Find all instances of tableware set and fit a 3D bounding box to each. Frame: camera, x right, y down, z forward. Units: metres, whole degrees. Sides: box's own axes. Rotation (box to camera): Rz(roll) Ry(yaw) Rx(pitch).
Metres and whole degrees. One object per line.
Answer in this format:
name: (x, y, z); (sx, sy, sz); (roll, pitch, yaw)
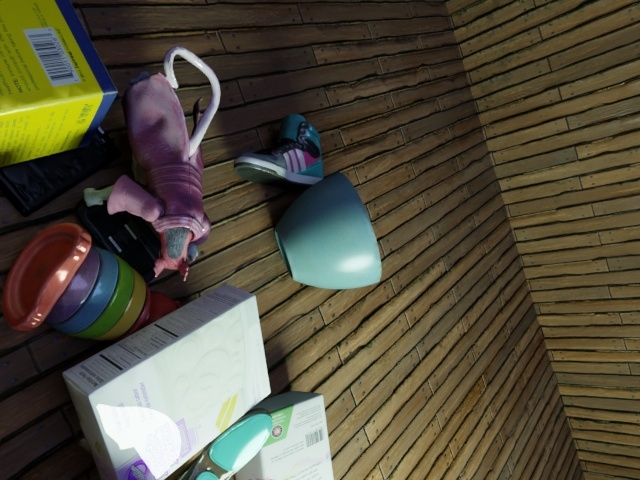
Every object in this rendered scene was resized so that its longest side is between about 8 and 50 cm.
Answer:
tableware set: (-0.321, -0.161, 1.059); (0.168, 0.020, 0.141); (29, 55, -45)

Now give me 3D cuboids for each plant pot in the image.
plant pot: (0.000, 0.000, 1.228); (0.195, 0.290, 0.291); (-20, 98, -10)

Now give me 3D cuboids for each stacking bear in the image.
stacking bear: (-0.370, 0.108, 0.876); (0.289, 0.164, 0.176); (42, 71, -46)

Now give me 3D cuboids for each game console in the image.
game console: (-0.427, -0.065, 0.931); (0.361, 0.043, 0.213); (58, 47, -19)

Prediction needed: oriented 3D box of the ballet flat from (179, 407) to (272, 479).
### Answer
ballet flat: (-0.213, 0.435, 0.979); (0.280, 0.096, 0.095); (-46, 114, -20)

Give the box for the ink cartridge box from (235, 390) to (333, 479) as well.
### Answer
ink cartridge box: (-0.082, 0.504, 1.119); (0.201, 0.117, 0.279); (-3, 84, -46)

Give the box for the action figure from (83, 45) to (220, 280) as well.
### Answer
action figure: (-0.254, -0.104, 0.913); (0.248, 0.275, 0.371); (20, 51, -52)

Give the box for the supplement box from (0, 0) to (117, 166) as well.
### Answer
supplement box: (-0.524, -0.220, 0.719); (0.356, 0.194, 0.195); (-29, 92, -42)

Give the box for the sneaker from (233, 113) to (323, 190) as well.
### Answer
sneaker: (-0.094, -0.231, 1.248); (0.295, 0.123, 0.179); (6, 83, -53)

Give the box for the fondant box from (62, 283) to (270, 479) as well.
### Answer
fondant box: (-0.248, 0.257, 0.889); (0.330, 0.096, 0.239); (-29, 123, -42)
